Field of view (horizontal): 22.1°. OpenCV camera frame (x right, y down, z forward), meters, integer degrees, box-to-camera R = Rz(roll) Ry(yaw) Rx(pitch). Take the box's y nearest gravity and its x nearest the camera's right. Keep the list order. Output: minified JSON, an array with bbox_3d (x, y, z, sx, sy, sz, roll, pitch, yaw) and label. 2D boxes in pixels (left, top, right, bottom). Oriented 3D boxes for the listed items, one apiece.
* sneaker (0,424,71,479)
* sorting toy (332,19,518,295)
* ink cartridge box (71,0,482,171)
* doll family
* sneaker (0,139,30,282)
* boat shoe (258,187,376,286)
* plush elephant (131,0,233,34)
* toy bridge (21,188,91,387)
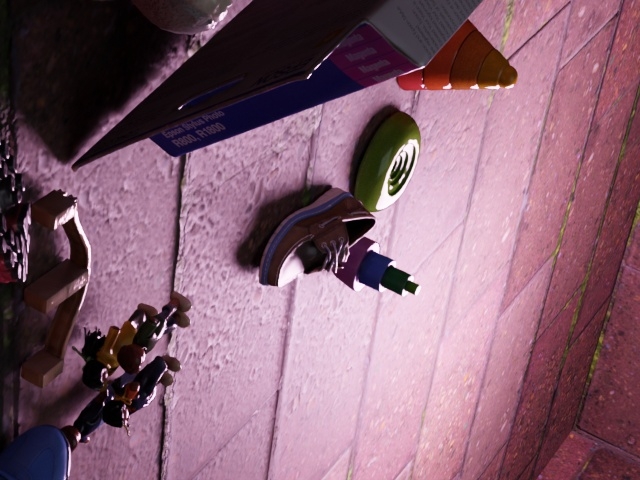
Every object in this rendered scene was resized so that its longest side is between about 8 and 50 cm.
[{"bbox_3d":[-0.283,0.236,1.375,0.209,0.069,0.082,-56,154,-22],"label":"sneaker"},{"bbox_3d":[0.130,-0.094,1.916,0.127,0.126,0.365,-12,124,-65],"label":"sorting toy"},{"bbox_3d":[0.000,-0.161,1.302,0.071,0.324,0.330,53,55,-17],"label":"ink cartridge box"},{"bbox_3d":[-0.183,0.127,1.486,0.111,0.076,0.193,-49,158,-46],"label":"doll family"},{"bbox_3d":[-0.273,-0.067,1.001,0.299,0.112,0.121,74,8,-45],"label":"sneaker"},{"bbox_3d":[0.000,0.000,1.791,0.183,0.066,0.066,-44,151,-44],"label":"boat shoe"},{"bbox_3d":[-0.016,-0.288,1.108,0.255,0.272,0.330,7,93,-24],"label":"plush elephant"},{"bbox_3d":[-0.218,0.037,1.363,0.063,0.026,0.188,-42,150,-48],"label":"toy bridge"}]
